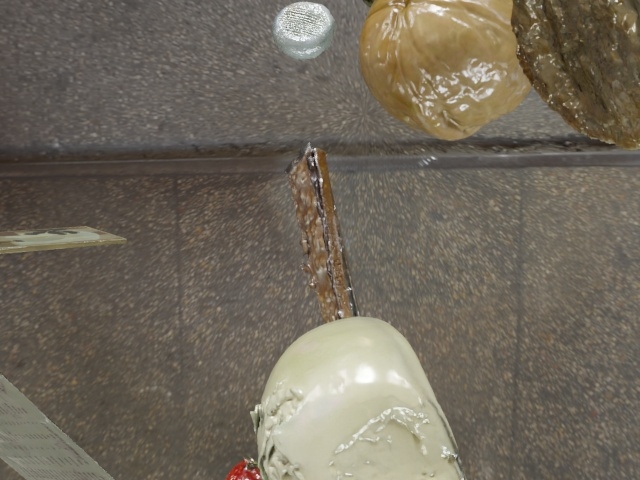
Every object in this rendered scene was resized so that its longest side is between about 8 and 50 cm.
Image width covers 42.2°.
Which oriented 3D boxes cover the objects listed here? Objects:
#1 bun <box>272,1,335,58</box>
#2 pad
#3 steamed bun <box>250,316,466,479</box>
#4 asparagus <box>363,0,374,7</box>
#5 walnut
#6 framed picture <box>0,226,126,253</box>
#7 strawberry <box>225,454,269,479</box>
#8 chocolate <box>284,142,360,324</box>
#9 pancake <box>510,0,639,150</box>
[{"bbox_3d":[-0.020,-0.250,0.999,0.083,0.045,0.083,-2,57,2],"label":"bun"},{"bbox_3d":[-0.214,0.167,0.632,0.159,0.009,0.265,-13,123,45],"label":"pad"},{"bbox_3d":[0.043,0.273,1.076,0.232,0.312,0.334,-19,90,-3],"label":"steamed bun"},{"bbox_3d":[0.094,-0.446,1.442,0.080,0.080,0.287,-38,116,8],"label":"asparagus"},{"bbox_3d":[0.208,-0.302,1.360,0.277,0.313,0.252,-30,53,26],"label":"walnut"},{"bbox_3d":[-0.388,-0.001,1.138,0.200,0.136,0.010,-6,101,-38],"label":"framed picture"},{"bbox_3d":[-0.133,0.491,1.558,0.131,0.131,0.148,32,107,-2],"label":"strawberry"},{"bbox_3d":[0.007,-0.001,1.398,0.065,0.102,0.330,0,68,-29],"label":"chocolate"},{"bbox_3d":[0.166,-0.117,0.498,0.025,0.151,0.152,-26,97,-14],"label":"pancake"}]
